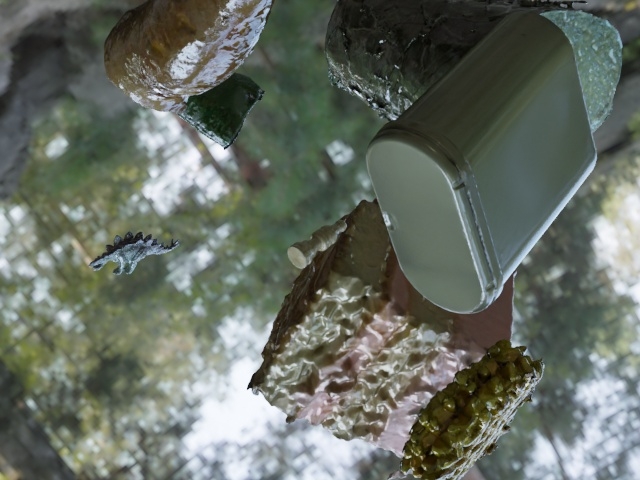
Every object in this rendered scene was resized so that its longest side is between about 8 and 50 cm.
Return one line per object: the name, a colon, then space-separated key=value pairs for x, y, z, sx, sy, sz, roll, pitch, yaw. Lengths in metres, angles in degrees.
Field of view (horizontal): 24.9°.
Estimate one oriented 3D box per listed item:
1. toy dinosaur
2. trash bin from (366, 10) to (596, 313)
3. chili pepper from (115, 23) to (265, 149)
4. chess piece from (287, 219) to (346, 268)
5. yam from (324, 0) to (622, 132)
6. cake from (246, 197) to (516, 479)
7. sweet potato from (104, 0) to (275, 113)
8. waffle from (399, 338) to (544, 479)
toy dinosaur: x=-0.327 y=0.019 z=2.599 sx=0.209 sy=0.082 sz=0.039 roll=-13 pitch=-128 yaw=-44
trash bin: x=0.181 y=-0.084 z=1.544 sx=0.121 sy=0.243 sz=0.247 roll=16 pitch=-131 yaw=40
chili pepper: x=-0.234 y=-0.280 z=2.437 sx=0.136 sy=0.270 sz=0.099 roll=-58 pitch=-164 yaw=-16
chess piece: x=0.000 y=0.000 z=1.914 sx=0.092 sy=0.035 sz=0.035 roll=-35 pitch=-155 yaw=-33
yam: x=0.177 y=-0.229 z=1.836 sx=0.241 sy=0.241 sz=0.348 roll=-42 pitch=-139 yaw=-15
cake: x=0.105 y=0.127 z=2.193 sx=0.314 sy=0.307 sz=0.293 roll=-55 pitch=-169 yaw=39
sweet potato: x=-0.125 y=-0.229 z=1.540 sx=0.131 sy=0.131 sz=0.336 roll=-48 pitch=-166 yaw=-27
waffle: x=0.172 y=0.198 z=1.640 sx=0.193 sy=0.070 sz=0.197 roll=-54 pitch=160 yaw=13
